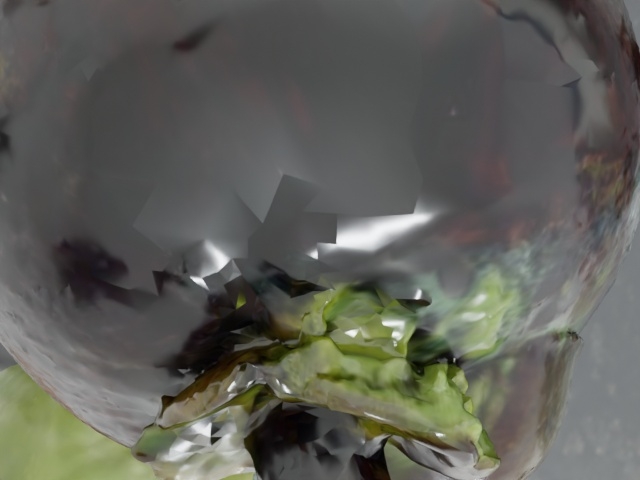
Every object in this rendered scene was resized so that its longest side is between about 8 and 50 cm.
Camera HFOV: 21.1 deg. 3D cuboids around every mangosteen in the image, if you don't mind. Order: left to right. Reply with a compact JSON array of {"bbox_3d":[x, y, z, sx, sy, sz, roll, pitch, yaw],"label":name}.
[{"bbox_3d":[0.000,0.000,0.523,0.231,0.289,0.231,-8,137,-8],"label":"mangosteen"}]

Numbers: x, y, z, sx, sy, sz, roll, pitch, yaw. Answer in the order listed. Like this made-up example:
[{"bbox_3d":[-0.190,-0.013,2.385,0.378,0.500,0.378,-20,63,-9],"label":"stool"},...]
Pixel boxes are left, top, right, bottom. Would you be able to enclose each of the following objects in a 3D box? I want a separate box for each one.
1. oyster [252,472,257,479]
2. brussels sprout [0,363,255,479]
[{"bbox_3d":[0.006,0.159,1.130,0.100,0.098,0.037,-3,133,1],"label":"oyster"},{"bbox_3d":[-0.145,0.220,1.308,0.317,0.273,0.242,17,136,-6],"label":"brussels sprout"}]
